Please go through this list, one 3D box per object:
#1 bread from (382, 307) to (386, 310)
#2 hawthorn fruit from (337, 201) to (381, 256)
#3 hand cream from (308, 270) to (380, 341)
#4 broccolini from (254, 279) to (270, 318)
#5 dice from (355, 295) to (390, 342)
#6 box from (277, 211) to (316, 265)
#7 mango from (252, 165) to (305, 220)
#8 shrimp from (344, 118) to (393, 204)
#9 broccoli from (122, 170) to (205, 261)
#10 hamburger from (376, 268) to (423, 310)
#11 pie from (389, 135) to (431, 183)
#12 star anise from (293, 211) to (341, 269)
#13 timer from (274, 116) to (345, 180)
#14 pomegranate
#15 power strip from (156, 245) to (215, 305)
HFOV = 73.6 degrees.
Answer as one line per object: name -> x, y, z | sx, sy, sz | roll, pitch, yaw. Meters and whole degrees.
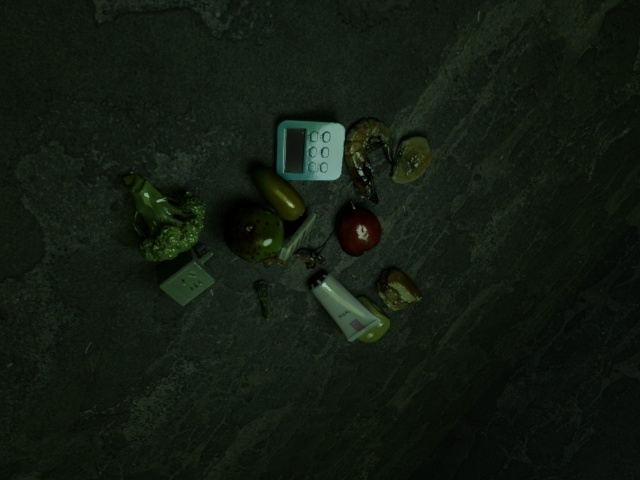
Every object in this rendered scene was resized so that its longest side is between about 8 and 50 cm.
bread -> 0.316, 0.401, 2.236 | 0.072, 0.053, 0.106 | -53, 135, -26
hawthorn fruit -> 0.156, -0.061, 1.806 | 0.189, 0.189, 0.252 | -20, 119, -13
hand cream -> 0.096, 0.299, 1.953 | 0.185, 0.118, 0.359 | -38, 103, 13
broccolini -> -0.244, 0.261, 1.899 | 0.067, 0.058, 0.216 | 8, 133, 17
dice -> 0.226, 0.389, 2.114 | 0.169, 0.166, 0.169 | 35, 101, -36
box -> -0.093, -0.006, 1.706 | 0.220, 0.032, 0.122 | -53, 173, -35
mango -> -0.155, -0.180, 1.603 | 0.114, 0.156, 0.251 | -38, 118, -3
shrimp -> 0.220, -0.321, 1.751 | 0.233, 0.071, 0.365 | -31, 122, -12
broccoli -> -0.521, -0.070, 1.472 | 0.253, 0.186, 0.302 | -6, 128, -11
hamburger -> 0.386, 0.247, 2.112 | 0.155, 0.245, 0.282 | -30, 176, 25
pie -> 0.392, -0.341, 1.826 | 0.185, 0.052, 0.218 | -4, 123, -30
star anise -> 0.000, 0.000, 1.868 | 0.148, 0.218, 0.228 | 29, 61, -6
timer -> -0.044, -0.337, 1.600 | 0.249, 0.091, 0.232 | -7, 122, -17
pomegranate -> -0.259, -0.006, 1.640 | 0.230, 0.231, 0.286 | -9, 153, -20
power strip -> -0.488, 0.113, 1.627 | 0.224, 0.139, 0.140 | -36, 126, -1
